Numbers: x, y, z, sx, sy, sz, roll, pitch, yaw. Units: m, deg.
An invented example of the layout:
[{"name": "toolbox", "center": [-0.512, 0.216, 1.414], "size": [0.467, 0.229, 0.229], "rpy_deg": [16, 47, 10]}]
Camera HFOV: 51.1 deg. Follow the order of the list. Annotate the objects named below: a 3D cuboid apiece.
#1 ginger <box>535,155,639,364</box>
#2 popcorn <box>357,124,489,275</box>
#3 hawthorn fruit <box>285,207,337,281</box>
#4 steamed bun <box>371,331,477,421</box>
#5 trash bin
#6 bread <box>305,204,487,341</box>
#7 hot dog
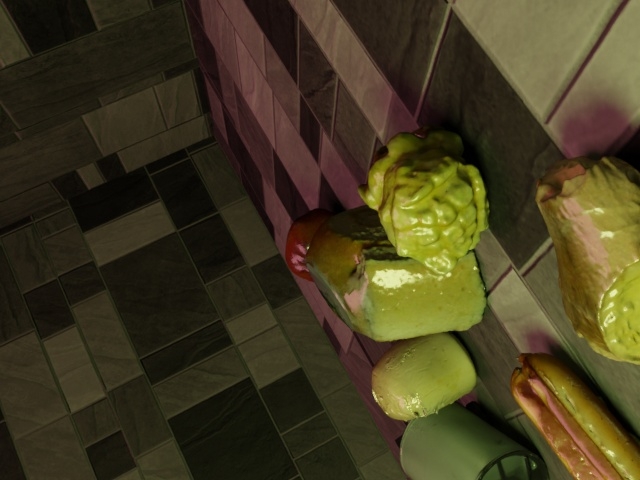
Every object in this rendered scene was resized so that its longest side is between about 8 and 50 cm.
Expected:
[{"name": "ginger", "center": [0.333, 0.012, 0.787], "size": [0.221, 0.130, 0.275], "rpy_deg": [-114, 5, -48]}, {"name": "popcorn", "center": [0.177, -0.065, 1.128], "size": [0.256, 0.195, 0.254], "rpy_deg": [22, -134, -80]}, {"name": "hawthorn fruit", "center": [0.000, 0.000, 1.998], "size": [0.260, 0.224, 0.224], "rpy_deg": [-99, -6, -51]}, {"name": "steamed bun", "center": [0.228, 0.306, 1.573], "size": [0.273, 0.232, 0.166], "rpy_deg": [153, 95, -82]}, {"name": "trash bin", "center": [0.336, 0.511, 1.504], "size": [0.217, 0.277, 0.263], "rpy_deg": [60, 163, -24]}, {"name": "bread", "center": [0.135, 0.078, 1.417], "size": [0.395, 0.264, 0.239], "rpy_deg": [-143, 36, -64]}, {"name": "hot dog", "center": [0.427, 0.307, 1.063], "size": [0.337, 0.100, 0.135], "rpy_deg": [55, 157, 30]}]
